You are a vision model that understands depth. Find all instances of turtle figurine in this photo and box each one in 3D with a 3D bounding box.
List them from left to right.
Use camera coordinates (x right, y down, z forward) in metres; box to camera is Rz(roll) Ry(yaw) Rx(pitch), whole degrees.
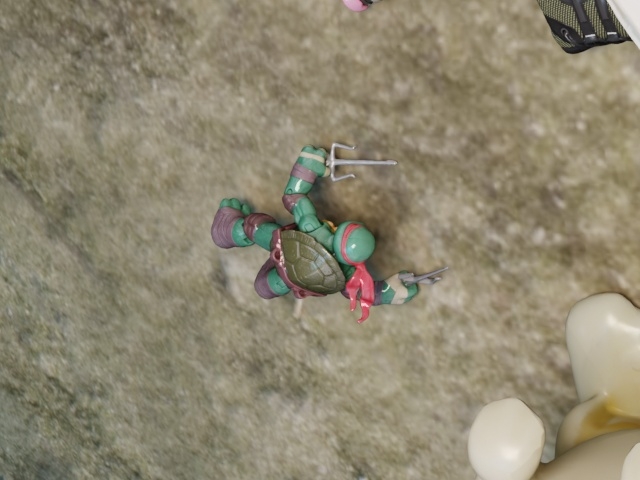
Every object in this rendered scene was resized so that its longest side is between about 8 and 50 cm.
[{"bbox_3d":[0.000,0.000,1.103,0.234,0.118,0.175,-8,109,50],"label":"turtle figurine"}]

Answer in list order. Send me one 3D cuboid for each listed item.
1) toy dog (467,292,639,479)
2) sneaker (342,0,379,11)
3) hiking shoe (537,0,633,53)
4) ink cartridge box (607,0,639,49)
[{"bbox_3d":[0.212,0.272,0.853,0.285,0.408,0.395,18,125,34],"label":"toy dog"},{"bbox_3d":[0.034,-0.251,0.970,0.057,0.047,0.119,-4,119,36],"label":"sneaker"},{"bbox_3d":[0.219,-0.175,0.831,0.227,0.086,0.114,41,149,24],"label":"hiking shoe"},{"bbox_3d":[0.248,-0.156,0.637,0.091,0.308,0.385,11,123,38],"label":"ink cartridge box"}]
